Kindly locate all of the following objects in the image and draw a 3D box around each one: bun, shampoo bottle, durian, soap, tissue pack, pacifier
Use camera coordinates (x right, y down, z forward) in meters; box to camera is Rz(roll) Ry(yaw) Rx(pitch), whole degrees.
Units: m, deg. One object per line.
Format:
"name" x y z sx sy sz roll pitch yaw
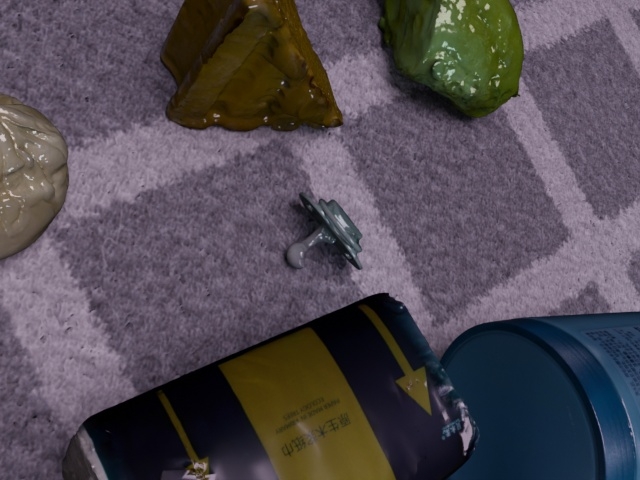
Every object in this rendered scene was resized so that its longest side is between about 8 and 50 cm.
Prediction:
"bun" -0.413 -0.090 0.796 0.229 0.145 0.229 12 66 -27
"shampoo bottle" 0.402 0.275 1.018 0.342 0.331 0.331 -1 75 -30
"durian" 0.241 -0.380 1.234 0.339 0.204 0.256 22 78 -31
"soap" -0.035 -0.278 0.949 0.304 0.338 0.169 -5 78 -29
"tissue pack" -0.057 0.259 0.799 0.416 0.264 0.253 -21 71 -33
"pacifier" 0.000 0.000 1.025 0.116 0.127 0.150 -38 102 -8
